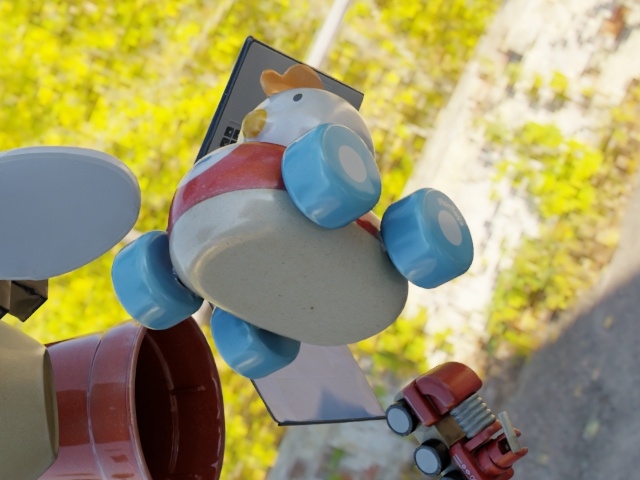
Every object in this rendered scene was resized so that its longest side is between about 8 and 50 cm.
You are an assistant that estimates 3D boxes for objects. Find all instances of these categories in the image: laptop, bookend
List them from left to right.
[{"bbox_3d":[-0.457,0.076,2.154,0.072,0.157,0.156,-41,36,25],"label":"bookend"},{"bbox_3d":[0.000,0.000,1.958,0.408,0.236,0.382,-68,-22,4],"label":"laptop"}]

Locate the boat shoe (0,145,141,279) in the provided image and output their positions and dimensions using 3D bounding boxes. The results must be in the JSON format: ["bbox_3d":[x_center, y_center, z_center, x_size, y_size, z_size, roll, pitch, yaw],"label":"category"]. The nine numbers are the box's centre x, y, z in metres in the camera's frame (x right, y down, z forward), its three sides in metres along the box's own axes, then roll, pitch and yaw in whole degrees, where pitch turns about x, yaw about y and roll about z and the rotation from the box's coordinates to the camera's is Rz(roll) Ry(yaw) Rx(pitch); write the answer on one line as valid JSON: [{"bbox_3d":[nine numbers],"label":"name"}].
[{"bbox_3d":[-0.357,-0.019,1.495,0.156,0.367,0.136,-115,7,-67],"label":"boat shoe"}]

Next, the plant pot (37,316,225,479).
[{"bbox_3d":[-0.297,0.232,1.962,0.272,0.265,0.273,-9,-90,-71],"label":"plant pot"}]

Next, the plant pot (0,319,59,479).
[{"bbox_3d":[-0.400,0.194,1.728,0.284,0.190,0.284,173,90,-85],"label":"plant pot"}]

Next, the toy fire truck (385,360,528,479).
[{"bbox_3d":[0.238,0.287,2.400,0.158,0.217,0.246,-25,-14,-46],"label":"toy fire truck"}]

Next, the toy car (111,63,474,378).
[{"bbox_3d":[-0.026,-0.052,1.197,0.219,0.210,0.238,-30,46,31],"label":"toy car"}]
